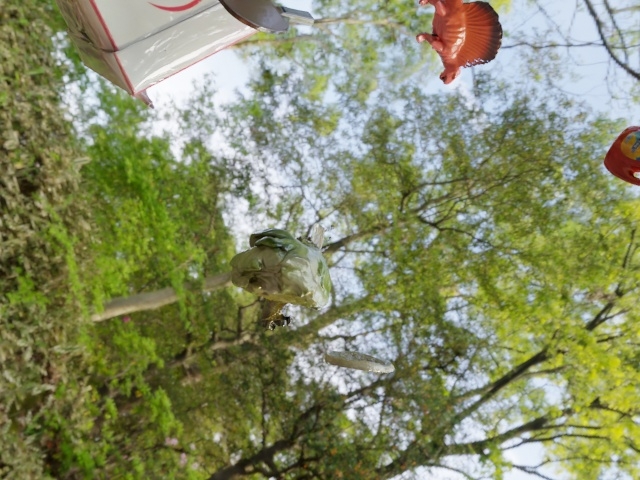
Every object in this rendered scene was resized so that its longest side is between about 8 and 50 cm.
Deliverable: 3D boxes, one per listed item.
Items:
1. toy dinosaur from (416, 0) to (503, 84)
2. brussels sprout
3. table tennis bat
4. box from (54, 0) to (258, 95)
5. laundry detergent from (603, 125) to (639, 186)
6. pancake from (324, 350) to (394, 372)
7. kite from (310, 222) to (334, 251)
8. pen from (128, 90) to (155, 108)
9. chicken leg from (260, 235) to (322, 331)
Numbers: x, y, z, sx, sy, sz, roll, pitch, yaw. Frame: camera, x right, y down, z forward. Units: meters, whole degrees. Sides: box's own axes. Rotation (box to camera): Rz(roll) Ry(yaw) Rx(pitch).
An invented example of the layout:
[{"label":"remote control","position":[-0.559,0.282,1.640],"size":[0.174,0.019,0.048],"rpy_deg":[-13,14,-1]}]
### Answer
[{"label":"toy dinosaur","position":[0.231,-0.370,0.916],"size":[0.139,0.070,0.286],"rpy_deg":[34,-31,30]},{"label":"brussels sprout","position":[-0.045,0.042,0.768],"size":[0.139,0.100,0.181],"rpy_deg":[34,-23,-15]},{"label":"table tennis bat","position":[-0.069,-0.301,0.747],"size":[0.014,0.158,0.095],"rpy_deg":[-49,-115,37]},{"label":"box","position":[-0.313,-0.482,1.011],"size":[0.314,0.312,0.300],"rpy_deg":[34,-28,46]},{"label":"laundry detergent","position":[0.536,-0.118,0.890],"size":[0.097,0.049,0.165],"rpy_deg":[-53,-137,5]},{"label":"pancake","position":[0.077,0.237,1.116],"size":[0.139,0.139,0.022],"rpy_deg":[3,-97,57]},{"label":"kite","position":[0.003,0.001,1.500],"size":[0.016,0.229,0.127],"rpy_deg":[16,-74,12]},{"label":"pen","position":[-0.444,-0.373,1.294],"size":[0.032,0.053,0.197],"rpy_deg":[-40,-83,21]},{"label":"chicken leg","position":[-0.058,0.075,1.010],"size":[0.228,0.088,0.103],"rpy_deg":[114,-27,-46]}]
